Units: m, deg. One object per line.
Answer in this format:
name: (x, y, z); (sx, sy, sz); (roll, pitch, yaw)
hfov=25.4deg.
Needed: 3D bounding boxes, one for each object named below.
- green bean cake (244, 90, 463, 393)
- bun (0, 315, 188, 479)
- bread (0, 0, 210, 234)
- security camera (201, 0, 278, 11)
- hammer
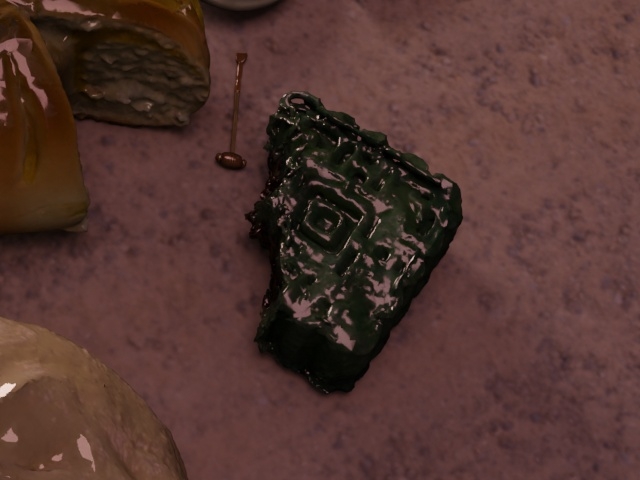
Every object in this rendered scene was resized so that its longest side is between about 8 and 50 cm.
green bean cake: (0.000, 0.000, 1.205); (0.193, 0.107, 0.208); (33, 65, 3)
bun: (-0.234, 0.225, 0.930); (0.365, 0.219, 0.365); (-5, 100, -28)
bread: (-0.262, -0.163, 1.192); (0.333, 0.160, 0.333); (5, 64, -9)
security camera: (-0.142, -0.334, 1.344); (0.301, 0.080, 0.157); (49, 58, 0)
hammer: (-0.077, -0.120, 1.294); (0.029, 0.014, 0.123); (12, 61, -16)
